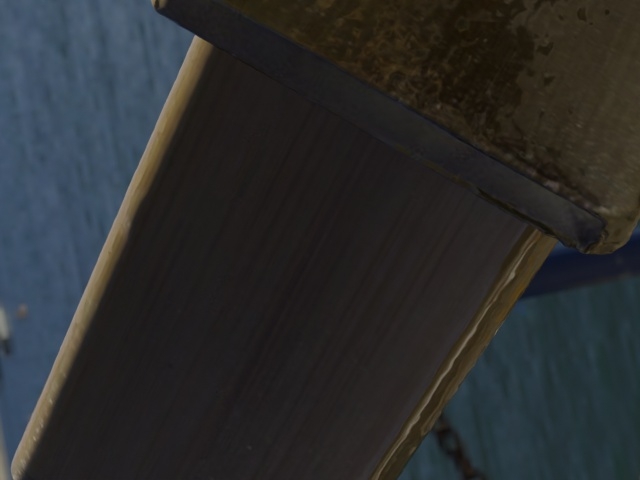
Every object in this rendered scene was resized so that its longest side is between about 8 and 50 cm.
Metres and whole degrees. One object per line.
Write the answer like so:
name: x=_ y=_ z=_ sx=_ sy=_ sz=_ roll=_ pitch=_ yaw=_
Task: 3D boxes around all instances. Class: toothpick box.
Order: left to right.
toothpick box: x=0.000 y=0.000 z=0.770 sx=0.308 sy=0.187 sz=0.190 roll=-61 pitch=0 yaw=40
